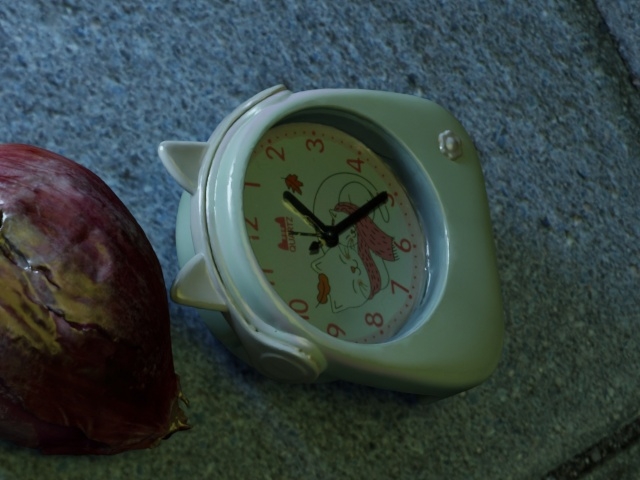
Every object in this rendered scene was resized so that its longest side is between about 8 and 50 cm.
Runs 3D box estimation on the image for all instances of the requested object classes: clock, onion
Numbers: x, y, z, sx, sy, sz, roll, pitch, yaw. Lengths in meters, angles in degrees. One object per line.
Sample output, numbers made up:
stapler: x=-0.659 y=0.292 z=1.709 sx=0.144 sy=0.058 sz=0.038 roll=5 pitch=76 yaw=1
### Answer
clock: x=0.000 y=0.000 z=1.582 sx=0.324 sy=0.108 sz=0.265 roll=7 pitch=69 yaw=-34
onion: x=-0.187 y=0.052 z=1.413 sx=0.283 sy=0.120 sz=0.227 roll=41 pitch=57 yaw=-17
